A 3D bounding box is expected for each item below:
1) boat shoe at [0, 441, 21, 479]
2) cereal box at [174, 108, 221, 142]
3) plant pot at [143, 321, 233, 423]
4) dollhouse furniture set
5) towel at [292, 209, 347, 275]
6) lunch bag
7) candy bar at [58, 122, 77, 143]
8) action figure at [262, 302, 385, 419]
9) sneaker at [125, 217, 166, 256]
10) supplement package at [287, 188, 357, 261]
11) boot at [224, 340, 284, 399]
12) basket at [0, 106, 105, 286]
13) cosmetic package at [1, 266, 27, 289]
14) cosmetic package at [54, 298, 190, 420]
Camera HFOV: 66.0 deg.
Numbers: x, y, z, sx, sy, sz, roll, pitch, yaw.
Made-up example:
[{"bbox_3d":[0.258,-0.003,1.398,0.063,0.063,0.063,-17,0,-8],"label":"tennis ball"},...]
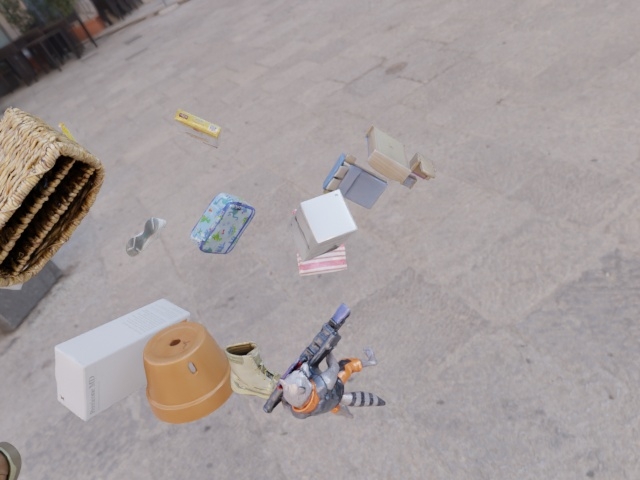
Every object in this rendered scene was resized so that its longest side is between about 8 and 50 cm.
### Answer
[{"bbox_3d":[-0.680,0.540,0.940,0.111,0.104,0.307,17,95,16],"label":"boat shoe"},{"bbox_3d":[-0.480,-0.434,1.946,0.240,0.173,0.047,172,119,-78],"label":"cereal box"},{"bbox_3d":[-0.430,0.396,1.565,0.291,0.203,0.291,-10,27,5],"label":"plant pot"},{"bbox_3d":[0.187,-0.173,1.648,0.303,0.286,0.198,-53,18,32],"label":"dollhouse furniture set"},{"bbox_3d":[0.000,0.000,1.407,0.144,0.197,0.029,-8,10,-13],"label":"towel"},{"bbox_3d":[-0.339,-0.056,1.742,0.090,0.176,0.219,40,100,25],"label":"lunch bag"},{"bbox_3d":[-0.738,-0.283,1.492,0.018,0.161,0.040,-40,29,-26],"label":"candy bar"},{"bbox_3d":[0.036,0.335,1.217,0.178,0.330,0.341,43,109,35],"label":"action figure"},{"bbox_3d":[-0.496,-0.006,1.413,0.152,0.053,0.061,-41,-10,16],"label":"sneaker"},{"bbox_3d":[-0.001,-0.031,1.172,0.105,0.105,0.179,-20,-11,-19],"label":"supplement package"},{"bbox_3d":[-0.168,0.373,1.424,0.213,0.165,0.077,2,29,12],"label":"boot"},{"bbox_3d":[-0.537,-0.055,0.929,0.223,0.213,0.299,32,84,33],"label":"basket"},{"bbox_3d":[-0.845,-0.016,1.236,0.225,0.138,0.224,15,86,22],"label":"cosmetic package"},{"bbox_3d":[-0.691,0.407,1.770,0.161,0.230,0.453,22,26,26],"label":"cosmetic package"}]
